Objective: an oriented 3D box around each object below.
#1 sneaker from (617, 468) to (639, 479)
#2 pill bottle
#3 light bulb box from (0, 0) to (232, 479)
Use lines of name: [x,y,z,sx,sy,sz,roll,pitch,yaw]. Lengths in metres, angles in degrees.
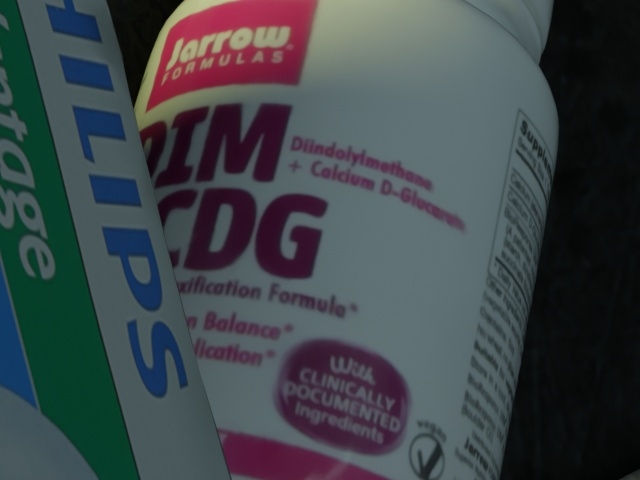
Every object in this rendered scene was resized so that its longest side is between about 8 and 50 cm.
sneaker: [0.133,0.164,0.779,0.302,0.108,0.121,-18,109,-24]
pill bottle: [0.000,0.000,0.712,0.160,0.160,0.283,27,60,-25]
light bulb box: [-0.192,0.080,0.426,0.361,0.225,0.357,-2,73,-65]
